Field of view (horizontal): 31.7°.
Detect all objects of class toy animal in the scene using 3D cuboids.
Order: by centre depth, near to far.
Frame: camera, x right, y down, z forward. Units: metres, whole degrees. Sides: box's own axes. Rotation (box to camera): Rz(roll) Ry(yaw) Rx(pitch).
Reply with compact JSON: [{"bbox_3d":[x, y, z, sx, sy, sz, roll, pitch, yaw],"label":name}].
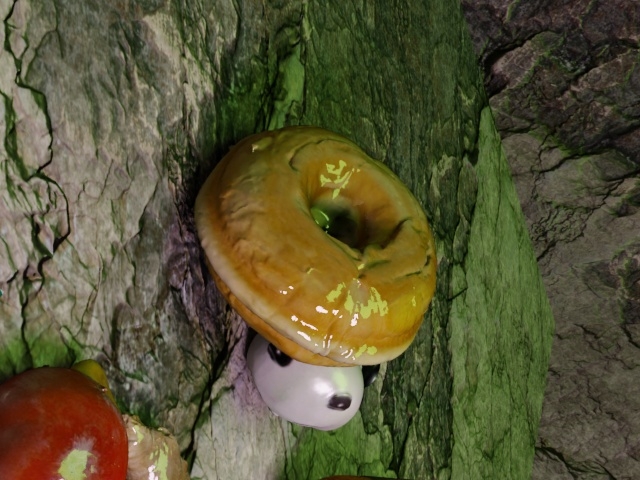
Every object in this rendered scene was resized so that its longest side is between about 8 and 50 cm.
[{"bbox_3d":[-0.012,0.210,1.901,0.267,0.213,0.212,-44,129,-55],"label":"toy animal"}]

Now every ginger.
[{"bbox_3d":[-0.232,0.325,1.556,0.137,0.074,0.213,-27,108,-63],"label":"ginger"}]

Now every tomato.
[{"bbox_3d":[-0.292,0.259,1.293,0.199,0.112,0.228,20,73,-39],"label":"tomato"}]

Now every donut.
[{"bbox_3d":[0.000,0.000,1.780,0.449,0.198,0.449,24,41,-22],"label":"donut"}]

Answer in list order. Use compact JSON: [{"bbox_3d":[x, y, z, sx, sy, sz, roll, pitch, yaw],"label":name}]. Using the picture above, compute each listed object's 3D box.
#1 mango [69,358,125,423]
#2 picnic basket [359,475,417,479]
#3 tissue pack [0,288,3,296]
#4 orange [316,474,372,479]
[{"bbox_3d":[-0.291,0.230,1.419,0.103,0.076,0.161,-16,101,-60],"label":"mango"},{"bbox_3d":[0.131,0.610,2.235,0.139,0.165,0.266,-37,122,-59],"label":"picnic basket"},{"bbox_3d":[-0.405,0.080,1.178,0.085,0.079,0.111,41,43,-17],"label":"tissue pack"},{"bbox_3d":[0.056,0.566,1.902,0.341,0.293,0.340,7,82,-59],"label":"orange"}]
